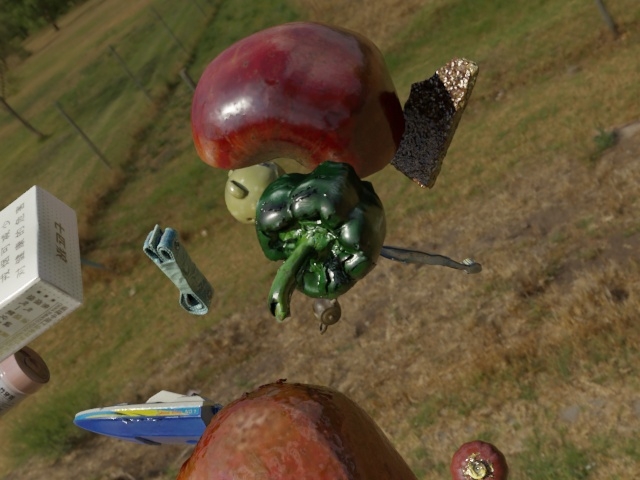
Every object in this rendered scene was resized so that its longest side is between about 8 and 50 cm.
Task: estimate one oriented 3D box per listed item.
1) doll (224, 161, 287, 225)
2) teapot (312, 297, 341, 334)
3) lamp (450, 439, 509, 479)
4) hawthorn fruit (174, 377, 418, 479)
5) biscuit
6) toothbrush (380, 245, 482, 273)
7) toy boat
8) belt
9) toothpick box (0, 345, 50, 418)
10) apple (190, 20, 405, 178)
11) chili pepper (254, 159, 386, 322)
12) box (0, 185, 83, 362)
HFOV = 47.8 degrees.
[{"bbox_3d":[-0.102,-0.089,1.700,0.161,0.261,0.177,-58,15,14],"label":"doll"},{"bbox_3d":[0.019,0.200,1.946,0.068,0.076,0.121,-123,48,-58],"label":"teapot"},{"bbox_3d":[0.277,0.400,1.259,0.101,0.090,0.101,-5,71,15],"label":"lamp"},{"bbox_3d":[-0.026,0.322,0.815,0.295,0.295,0.311,-32,66,11],"label":"hawthorn fruit"},{"bbox_3d":[0.192,-0.219,1.276,0.131,0.026,0.236,44,126,42],"label":"biscuit"},{"bbox_3d":[0.264,0.045,1.704,0.042,0.413,0.035,42,111,39],"label":"toothbrush"},{"bbox_3d":[-0.304,0.310,1.256,0.295,0.129,0.088,-6,65,18],"label":"toy boat"},{"bbox_3d":[-0.347,0.078,1.775,0.087,0.302,0.072,2,52,21],"label":"belt"},{"bbox_3d":[-0.632,0.291,1.443,0.149,0.098,0.098,-38,27,4],"label":"toothpick box"},{"bbox_3d":[-0.029,-0.235,1.253,0.295,0.329,0.365,-42,10,37],"label":"apple"},{"bbox_3d":[0.000,0.000,0.974,0.165,0.173,0.261,-20,24,23],"label":"chili pepper"},{"bbox_3d":[-0.520,0.091,1.104,0.330,0.095,0.210,-33,45,10],"label":"box"}]
